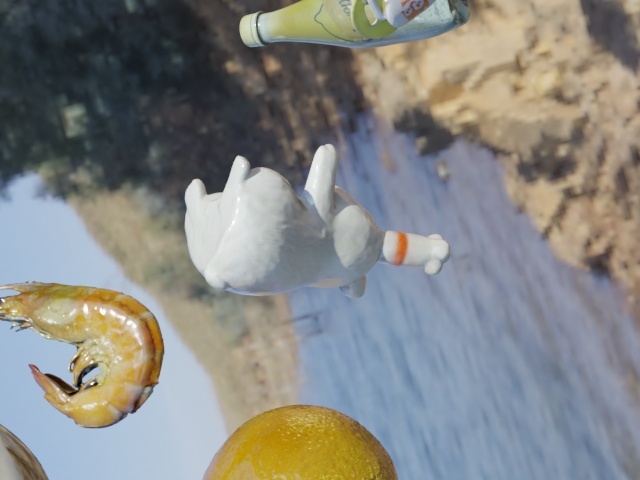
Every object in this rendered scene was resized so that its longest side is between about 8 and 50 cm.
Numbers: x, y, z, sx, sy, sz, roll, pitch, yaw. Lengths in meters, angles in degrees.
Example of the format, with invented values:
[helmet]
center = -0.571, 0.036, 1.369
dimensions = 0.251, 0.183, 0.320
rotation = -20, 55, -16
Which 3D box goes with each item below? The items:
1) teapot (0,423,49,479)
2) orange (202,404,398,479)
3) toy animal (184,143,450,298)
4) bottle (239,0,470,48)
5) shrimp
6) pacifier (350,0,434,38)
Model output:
[teapot]
center = -0.289, 0.201, 1.058
dimensions = 0.139, 0.204, 0.298
rotation = -95, 12, -56
[orange]
center = -0.022, 0.285, 1.579
dimensions = 0.236, 0.236, 0.236
rotation = 164, 90, -87
[toy animal]
center = -0.009, -0.013, 1.565
dimensions = 0.140, 0.282, 0.138
rotation = -32, 66, 48
[bottle]
center = 0.032, -0.249, 1.657
dimensions = 0.083, 0.270, 0.083
rotation = 21, -114, -58
[shrimp]
center = -0.271, 0.111, 1.613
dimensions = 0.068, 0.249, 0.150
rotation = 20, -89, -59
[pacifier]
center = 0.048, -0.185, 1.063
dimensions = 0.064, 0.083, 0.068
rotation = 49, 173, 40
